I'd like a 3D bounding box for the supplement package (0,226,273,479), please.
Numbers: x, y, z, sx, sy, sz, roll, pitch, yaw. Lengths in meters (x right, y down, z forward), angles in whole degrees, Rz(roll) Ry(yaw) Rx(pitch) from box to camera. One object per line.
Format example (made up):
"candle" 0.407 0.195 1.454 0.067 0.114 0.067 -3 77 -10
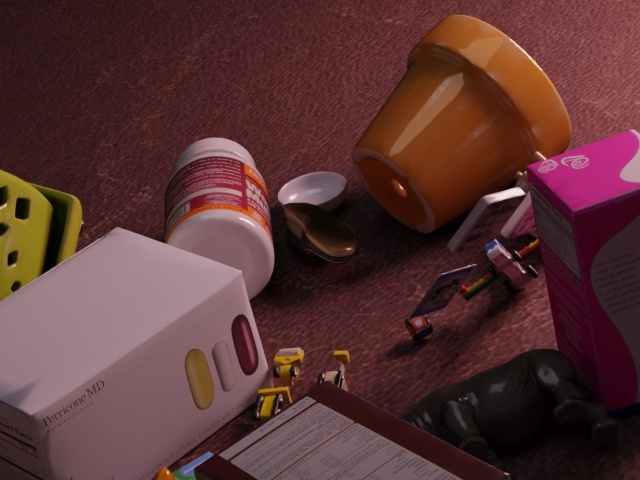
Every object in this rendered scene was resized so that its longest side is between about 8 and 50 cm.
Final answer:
"supplement package" -0.216 0.127 1.535 0.204 0.145 0.262 17 42 44

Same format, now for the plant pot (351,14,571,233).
"plant pot" 0.143 -0.115 1.773 0.188 0.205 0.205 -43 37 -16

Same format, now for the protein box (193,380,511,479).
"protein box" 0.039 0.245 1.158 0.136 0.200 0.201 -32 34 -28

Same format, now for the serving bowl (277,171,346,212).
"serving bowl" -0.007 -0.050 1.872 0.083 0.027 0.083 -11 29 6

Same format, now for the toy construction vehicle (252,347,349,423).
"toy construction vehicle" -0.016 0.145 1.535 0.085 0.035 0.098 -8 36 15

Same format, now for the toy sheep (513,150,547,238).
"toy sheep" 0.247 -0.046 1.696 0.091 0.091 0.132 -1 26 23

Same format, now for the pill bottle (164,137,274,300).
"pill bottle" -0.116 -0.026 1.783 0.121 0.121 0.221 -13 29 2

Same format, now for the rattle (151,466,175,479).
"rattle" -0.203 0.253 1.238 0.199 0.143 0.130 5 34 32

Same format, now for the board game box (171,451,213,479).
"board game box" -0.105 0.273 1.339 0.160 0.039 0.211 -28 33 -23

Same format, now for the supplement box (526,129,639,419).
"supplement box" 0.269 0.030 1.412 0.111 0.220 0.114 -18 29 -8

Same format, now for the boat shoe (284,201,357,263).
"boat shoe" 0.000 0.000 1.762 0.056 0.049 0.152 -3 21 -19

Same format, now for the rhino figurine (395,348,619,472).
"rhino figurine" 0.130 0.164 1.394 0.243 0.073 0.106 -18 33 -5

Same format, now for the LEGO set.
"LEGO set" 0.165 0.005 1.535 0.182 0.244 0.060 -15 61 -34

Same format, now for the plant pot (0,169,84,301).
"plant pot" -0.394 0.020 1.690 0.228 0.227 0.207 13 1 41
